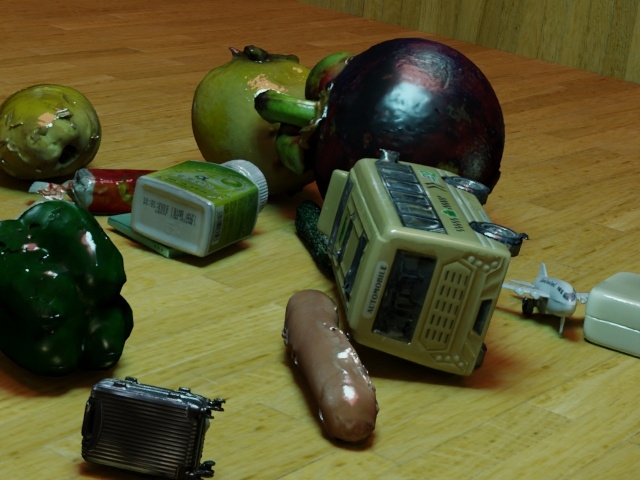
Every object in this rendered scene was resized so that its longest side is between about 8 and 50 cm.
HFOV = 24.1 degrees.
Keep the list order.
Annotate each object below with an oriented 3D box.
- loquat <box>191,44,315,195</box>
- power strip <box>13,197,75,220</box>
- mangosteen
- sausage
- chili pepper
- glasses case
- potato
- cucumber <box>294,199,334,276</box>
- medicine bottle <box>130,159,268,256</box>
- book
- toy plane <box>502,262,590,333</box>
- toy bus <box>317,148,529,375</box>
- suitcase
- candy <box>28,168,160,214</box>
[{"bbox_3d":[-0.088,-0.189,2.348,0.244,0.243,0.244,7,18,-2],"label":"loquat"},{"bbox_3d":[-0.380,-0.029,2.065,0.056,0.032,0.123,10,17,5],"label":"power strip"},{"bbox_3d":[0.093,-0.160,2.171,0.360,0.306,0.306,31,14,-12],"label":"mangosteen"},{"bbox_3d":[0.007,0.130,1.654,0.078,0.078,0.304,3,18,-12],"label":"sausage"},{"bbox_3d":[-0.304,0.048,1.654,0.165,0.173,0.261,-29,33,-20],"label":"chili pepper"},{"bbox_3d":[0.496,0.121,1.884,0.313,0.070,0.131,17,20,27],"label":"glasses case"},{"bbox_3d":[-0.425,-0.170,2.317,0.173,0.140,0.300,-4,14,-10],"label":"potato"},{"bbox_3d":[0.001,-0.001,2.114,0.044,0.043,0.256,5,19,-14],"label":"cucumber"},{"bbox_3d":[-0.157,-0.052,2.080,0.132,0.088,0.188,19,23,24],"label":"medicine bottle"},{"bbox_3d":[-0.216,-0.011,2.097,0.135,0.017,0.103,26,25,39],"label":"book"},{"bbox_3d":[0.304,0.073,1.962,0.162,0.065,0.171,6,16,-7],"label":"toy plane"},{"bbox_3d":[0.115,0.015,1.849,0.202,0.177,0.365,14,15,-9],"label":"toy bus"},{"bbox_3d":[-0.161,0.179,1.418,0.126,0.086,0.059,10,3,9],"label":"suitcase"},{"bbox_3d":[-0.280,-0.073,2.201,0.292,0.059,0.086,1,17,-23],"label":"candy"}]
